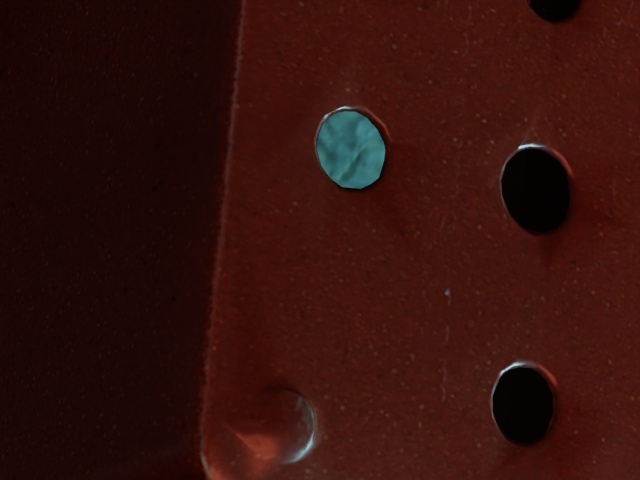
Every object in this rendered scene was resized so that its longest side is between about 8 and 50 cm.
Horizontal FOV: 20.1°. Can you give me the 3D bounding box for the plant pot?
[{"bbox_3d":[0.000,0.000,0.564,0.267,0.236,0.267,11,78,-27],"label":"plant pot"}]
